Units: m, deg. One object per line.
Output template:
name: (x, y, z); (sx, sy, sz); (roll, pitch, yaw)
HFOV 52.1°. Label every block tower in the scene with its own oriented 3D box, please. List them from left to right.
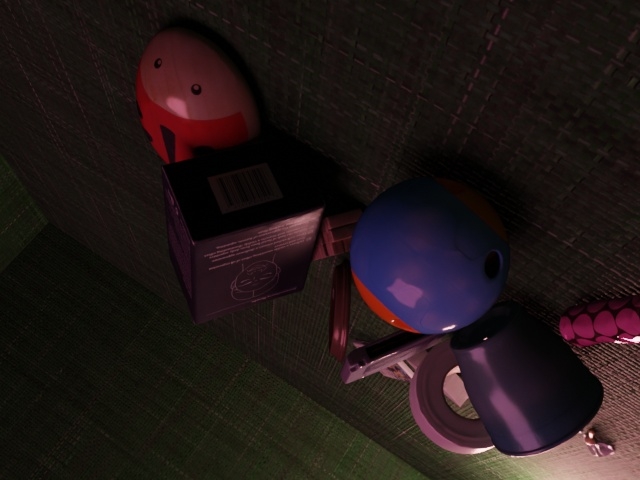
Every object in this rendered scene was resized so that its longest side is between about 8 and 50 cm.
block tower: (0.000, 0.000, 1.626); (0.335, 0.097, 0.090); (-20, 85, 67)

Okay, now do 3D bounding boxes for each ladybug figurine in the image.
ladybug figurine: (-0.286, -0.273, 1.459); (0.305, 0.161, 0.449); (32, 158, 9)

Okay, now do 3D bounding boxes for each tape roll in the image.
tape roll: (0.376, 0.396, 1.684); (0.286, 0.286, 0.100); (31, 157, 12)

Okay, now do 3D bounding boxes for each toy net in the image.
toy net: (0.701, 0.530, 1.792); (0.232, 0.045, 0.122); (41, 157, -13)

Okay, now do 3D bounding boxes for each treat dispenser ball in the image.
treat dispenser ball: (0.198, 0.027, 1.198); (0.288, 0.288, 0.288); (30, 157, 14)

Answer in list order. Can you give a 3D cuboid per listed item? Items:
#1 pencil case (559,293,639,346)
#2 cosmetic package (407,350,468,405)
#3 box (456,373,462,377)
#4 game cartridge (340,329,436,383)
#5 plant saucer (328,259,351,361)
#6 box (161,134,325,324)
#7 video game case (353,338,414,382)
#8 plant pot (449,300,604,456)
pencil case: (0.550, 0.156, 1.216); (0.098, 0.095, 0.209); (20, 164, -18)
cosmetic package: (0.337, 0.387, 1.927); (0.099, 0.060, 0.239); (45, 174, -27)
box: (0.433, 0.371, 1.851); (0.083, 0.052, 0.062); (32, 157, 7)
game cartridge: (0.195, 0.295, 1.768); (0.198, 0.298, 0.062); (108, 139, -69)
plant saucer: (0.050, 0.188, 1.767); (0.041, 0.277, 0.277); (4, 155, -1)
box: (-0.185, -0.015, 1.512); (0.211, 0.294, 0.395); (63, 158, 26)
video game case: (0.230, 0.422, 2.284); (0.201, 0.023, 0.184); (49, 155, -26)
plant pot: (0.428, 0.282, 1.439); (0.255, 0.272, 0.272); (55, 155, -7)
